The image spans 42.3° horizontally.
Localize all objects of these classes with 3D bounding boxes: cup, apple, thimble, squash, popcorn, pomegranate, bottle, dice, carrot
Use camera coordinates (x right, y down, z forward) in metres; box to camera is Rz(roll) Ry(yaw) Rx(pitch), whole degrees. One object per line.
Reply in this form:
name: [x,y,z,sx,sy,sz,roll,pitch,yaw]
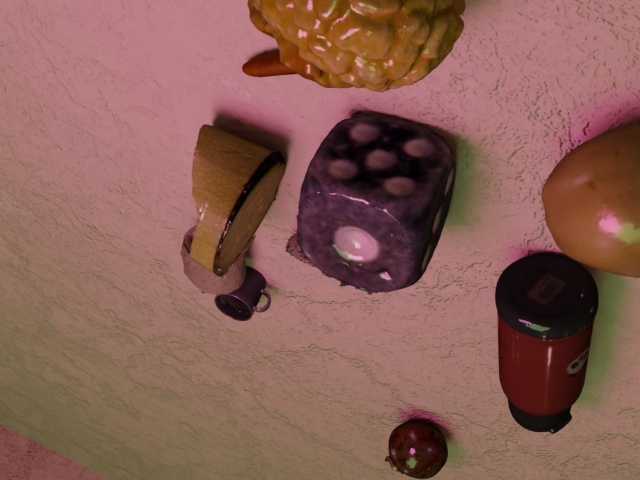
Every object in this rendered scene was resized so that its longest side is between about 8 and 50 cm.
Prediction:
cup: [-0.136,0.100,1.540,0.100,0.077,0.078,16,141,16]
apple: [0.366,-0.047,0.977,0.200,0.200,0.200,17,141,14]
thimble: [-0.189,0.031,1.471,0.115,0.102,0.090,12,140,9]
squash: [-0.151,-0.056,1.254,0.133,0.220,0.220,21,142,3]
popcorn: [0.026,-0.272,0.917,0.237,0.206,0.251,34,156,-31]
pomegranate: [0.195,0.429,1.677,0.130,0.130,0.130,17,141,14]
bottle: [0.344,0.180,1.281,0.144,0.144,0.336,11,139,21]
dice: [0.079,-0.051,1.147,0.181,0.183,0.182,19,141,14]
carrot: [-0.007,-0.241,1.096,0.248,0.043,0.043,0,134,34]

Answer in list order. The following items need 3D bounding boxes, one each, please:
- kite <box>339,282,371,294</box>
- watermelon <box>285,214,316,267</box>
kite: [0.074,0.063,1.427,0.122,0.004,0.090,-2,133,33]
watermelon: [0.000,0.000,1.355,0.139,0.071,0.187,2,144,39]
